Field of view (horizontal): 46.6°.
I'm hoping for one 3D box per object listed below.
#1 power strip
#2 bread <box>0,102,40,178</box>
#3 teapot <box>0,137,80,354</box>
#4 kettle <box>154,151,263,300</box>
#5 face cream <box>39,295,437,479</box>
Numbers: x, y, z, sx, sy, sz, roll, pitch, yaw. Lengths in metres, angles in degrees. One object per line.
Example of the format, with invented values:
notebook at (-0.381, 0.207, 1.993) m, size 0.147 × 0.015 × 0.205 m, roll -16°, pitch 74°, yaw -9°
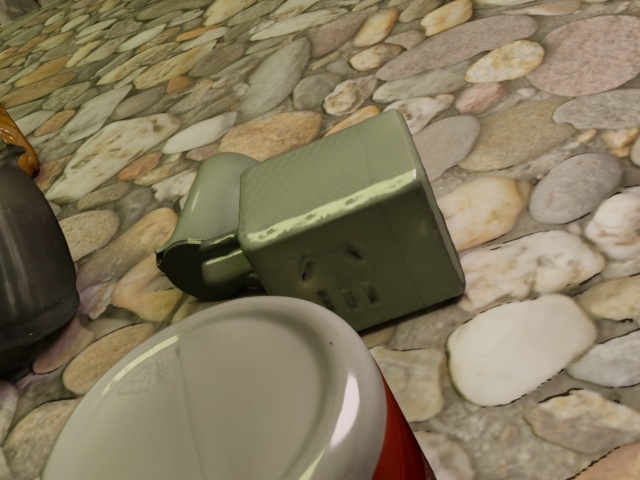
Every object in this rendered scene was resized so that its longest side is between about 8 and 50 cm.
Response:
power strip at (0.000, 0.000, 0.682) m, size 0.224 × 0.140 × 0.139 m, roll -22°, pitch 34°, yaw 10°
bread at (-0.685, -0.125, 1.310) m, size 0.328 × 0.148 × 0.337 m, roll -36°, pitch 34°, yaw -13°
teapot at (-0.449, -0.003, 0.826) m, size 0.322 × 0.239 × 0.239 m, roll -6°, pitch 18°, yaw -6°
kettle at (-0.099, -0.009, 0.820) m, size 0.098 × 0.127 × 0.148 m, roll -43°, pitch 22°, yaw 39°
face cream at (-0.033, 0.162, 0.439) m, size 0.201 × 0.187 × 0.201 m, roll -18°, pitch 35°, yaw 13°
